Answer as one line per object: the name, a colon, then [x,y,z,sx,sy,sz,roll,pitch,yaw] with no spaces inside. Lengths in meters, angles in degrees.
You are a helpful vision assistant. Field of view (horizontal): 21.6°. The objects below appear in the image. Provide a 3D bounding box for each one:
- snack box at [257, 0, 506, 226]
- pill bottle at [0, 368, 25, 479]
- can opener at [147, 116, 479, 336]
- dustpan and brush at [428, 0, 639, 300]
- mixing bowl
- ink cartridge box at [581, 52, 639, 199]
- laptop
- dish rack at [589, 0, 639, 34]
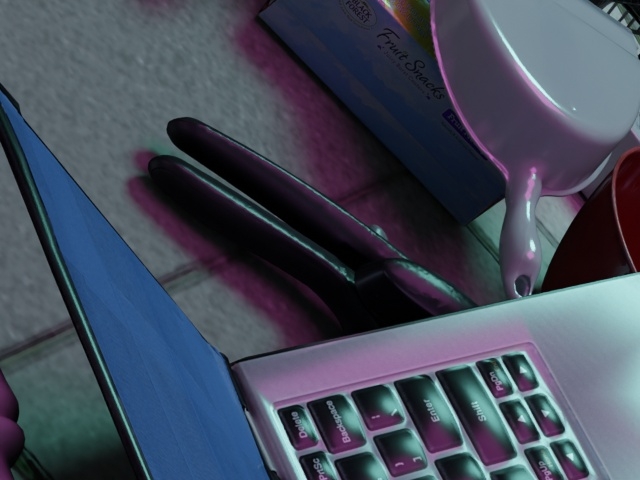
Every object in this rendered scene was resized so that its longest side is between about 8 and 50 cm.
snack box: [0.072,-0.134,1.008,0.174,0.070,0.207,45,33,-13]
pill bottle: [-0.088,0.188,0.410,0.188,0.188,0.334,-6,65,-53]
can opener: [0.000,0.000,0.811,0.186,0.073,0.059,36,44,-10]
dustpan and brush: [0.113,-0.057,0.894,0.147,0.060,0.211,27,40,-26]
mixing bowl: [0.193,0.046,0.963,0.181,0.098,0.181,31,40,-30]
ink cartridge box: [0.298,0.023,1.147,0.333,0.065,0.165,51,33,0]
laptop: [0.113,0.137,0.577,0.408,0.236,0.382,-10,60,-30]
dish rack: [0.157,-0.218,1.093,0.208,0.074,0.271,44,3,-14]
